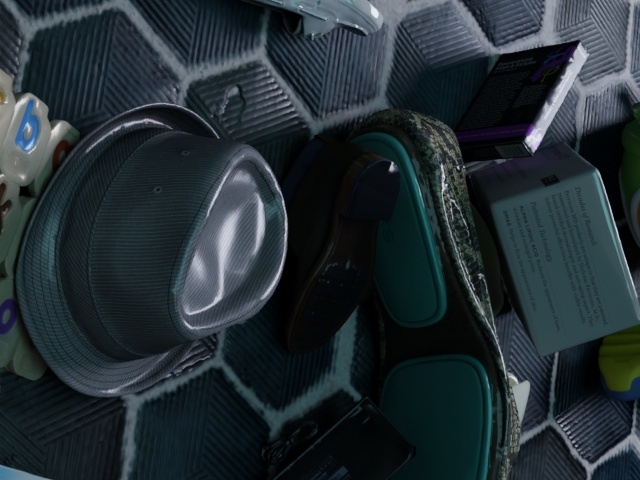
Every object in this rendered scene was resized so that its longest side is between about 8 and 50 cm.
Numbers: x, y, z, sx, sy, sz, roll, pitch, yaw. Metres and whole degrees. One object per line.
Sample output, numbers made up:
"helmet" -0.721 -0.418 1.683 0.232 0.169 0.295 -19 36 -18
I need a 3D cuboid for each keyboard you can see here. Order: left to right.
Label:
"keyboard" -0.003 0.228 1.250 0.180 0.023 0.108 -39 76 -19

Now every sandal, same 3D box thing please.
"sandal" 0.476 0.143 1.633 0.317 0.126 0.138 -22 106 -37

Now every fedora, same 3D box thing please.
"fedora" -0.119 0.009 1.098 0.275 0.124 0.244 -52 133 -41

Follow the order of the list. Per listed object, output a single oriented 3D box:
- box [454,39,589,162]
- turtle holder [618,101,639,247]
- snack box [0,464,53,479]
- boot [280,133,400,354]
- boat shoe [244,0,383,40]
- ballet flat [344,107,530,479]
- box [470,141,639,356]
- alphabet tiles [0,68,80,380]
"box" 0.222 -0.156 1.436 0.029 0.116 0.162 48 60 -30
"turtle holder" 0.500 -0.076 1.620 0.320 0.243 0.227 -64 155 -71
"snack box" -0.235 0.296 1.052 0.322 0.060 0.187 26 64 -36
"boot" 0.000 0.000 1.277 0.082 0.106 0.219 11 109 -41
"boat shoe" -0.017 -0.236 1.277 0.184 0.066 0.063 20 89 -40
"ballet flat" 0.139 0.098 1.336 0.182 0.164 0.483 -9 90 -50
"box" 0.255 0.005 1.394 0.119 0.181 0.182 -19 103 4
"alphabet tiles" -0.269 0.016 0.983 0.284 0.021 0.278 45 60 -66
